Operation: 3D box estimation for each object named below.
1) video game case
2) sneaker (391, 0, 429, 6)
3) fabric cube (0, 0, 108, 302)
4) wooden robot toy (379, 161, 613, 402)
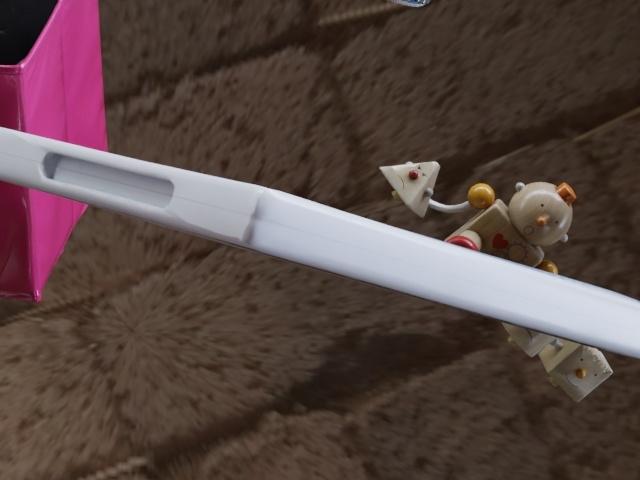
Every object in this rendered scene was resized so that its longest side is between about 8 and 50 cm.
[{"bbox_3d":[0.000,0.000,0.666,0.190,0.173,0.022,17,89,-39],"label":"video game case"},{"bbox_3d":[0.017,-0.269,1.751,0.191,0.083,0.071,26,58,-15],"label":"sneaker"},{"bbox_3d":[-0.360,-0.127,1.769,0.254,0.259,0.258,7,125,7],"label":"fabric cube"},{"bbox_3d":[0.114,0.004,1.023,0.079,0.076,0.173,-40,93,10],"label":"wooden robot toy"}]
